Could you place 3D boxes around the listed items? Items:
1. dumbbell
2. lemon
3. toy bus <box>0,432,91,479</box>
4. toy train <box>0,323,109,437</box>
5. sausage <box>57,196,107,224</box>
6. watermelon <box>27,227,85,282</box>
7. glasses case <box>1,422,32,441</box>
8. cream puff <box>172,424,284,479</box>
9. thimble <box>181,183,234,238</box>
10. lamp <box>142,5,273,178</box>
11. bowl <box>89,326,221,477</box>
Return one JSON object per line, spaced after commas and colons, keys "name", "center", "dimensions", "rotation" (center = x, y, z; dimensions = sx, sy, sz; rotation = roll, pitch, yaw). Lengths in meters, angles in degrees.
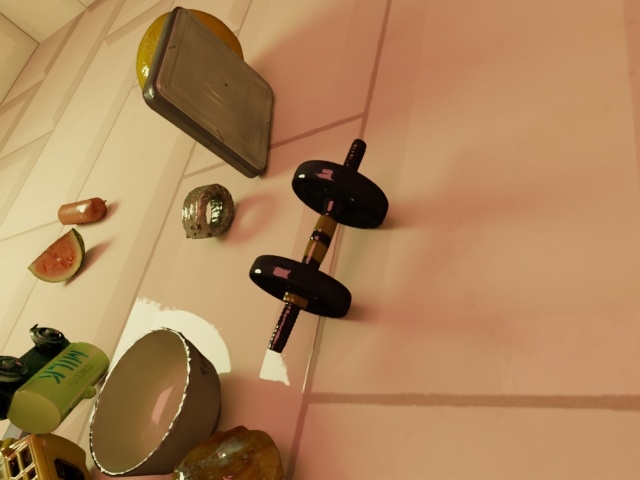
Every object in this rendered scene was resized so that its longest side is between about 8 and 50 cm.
{"name": "dumbbell", "center": [0.000, 0.000, 0.775], "dimensions": [0.143, 0.143, 0.325], "rotation": [5, 64, 44]}
{"name": "lemon", "center": [-0.289, -0.364, 1.246], "dimensions": [0.240, 0.240, 0.219], "rotation": [-12, 56, 36]}
{"name": "toy bus", "center": [-0.418, 0.409, 0.845], "dimensions": [0.151, 0.145, 0.331], "rotation": [-45, 43, -6]}
{"name": "toy train", "center": [-0.457, 0.235, 0.957], "dimensions": [0.253, 0.157, 0.105], "rotation": [-94, 26, -79]}
{"name": "sausage", "center": [-0.607, -0.073, 1.454], "dimensions": [0.169, 0.065, 0.065], "rotation": [-6, 56, 39]}
{"name": "watermelon", "center": [-0.614, 0.042, 1.367], "dimensions": [0.163, 0.087, 0.069], "rotation": [-36, 11, 14]}
{"name": "glasses case", "center": [-0.572, 0.361, 1.096], "dimensions": [0.067, 0.045, 0.178], "rotation": [-5, 57, 40]}
{"name": "cream puff", "center": [-0.103, 0.301, 0.669], "dimensions": [0.146, 0.116, 0.146], "rotation": [-17, 9, 3]}
{"name": "thimble", "center": [-0.210, -0.051, 1.050], "dimensions": [0.062, 0.084, 0.110], "rotation": [-7, 53, 39]}
{"name": "lamp", "center": [-0.198, -0.280, 1.075], "dimensions": [0.047, 0.266, 0.269], "rotation": [-26, 46, 31]}
{"name": "bowl", "center": [-0.222, 0.243, 0.815], "dimensions": [0.211, 0.112, 0.211], "rotation": [-24, 46, 27]}
